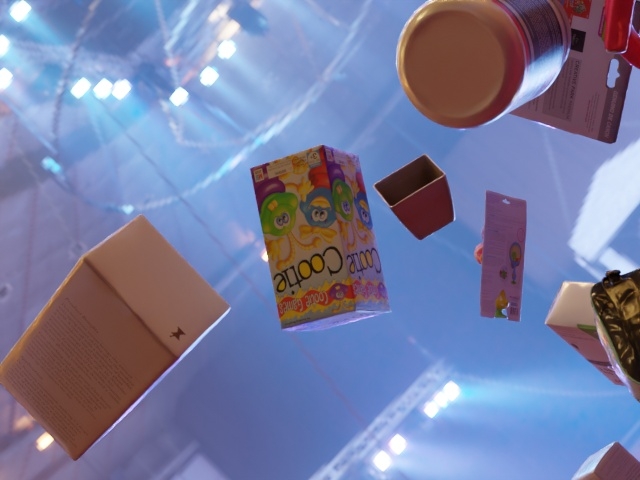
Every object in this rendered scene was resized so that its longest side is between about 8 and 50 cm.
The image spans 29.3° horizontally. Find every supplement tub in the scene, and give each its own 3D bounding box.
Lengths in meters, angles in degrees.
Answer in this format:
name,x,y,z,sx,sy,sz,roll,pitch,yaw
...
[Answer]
name,x,y,z,sx,sy,sz,roll,pitch,yaw
supplement tub,0.245,-0.279,1.783,0.272,0.191,0.191,-31,-23,-56

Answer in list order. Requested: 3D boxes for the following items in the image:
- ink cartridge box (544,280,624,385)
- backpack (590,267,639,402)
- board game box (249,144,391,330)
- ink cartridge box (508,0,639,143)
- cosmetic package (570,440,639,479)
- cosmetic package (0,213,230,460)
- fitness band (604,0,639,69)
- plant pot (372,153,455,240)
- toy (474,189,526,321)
name,x,y,z,sx,sy,sz,roll,pitch,yaw
ink cartridge box,0.511,0.163,2.053,0.160,0.219,0.092,2,58,54
backpack,0.456,0.131,1.607,0.166,0.188,0.144,-19,-46,6
board game box,0.000,0.000,2.023,0.144,0.275,0.142,-17,-11,25
ink cartridge box,0.413,-0.345,2.071,0.130,0.272,0.309,-54,-24,-36
cosmetic package,0.561,0.470,2.146,0.085,0.231,0.117,-44,-7,-26
cosmetic package,-0.374,0.180,2.140,0.161,0.230,0.453,-43,0,-45
fitness band,0.414,-0.267,1.308,0.291,0.209,0.054,82,-168,-58
plant pot,0.169,-0.066,2.089,0.109,0.096,0.109,-30,27,-1
toy,0.333,0.033,2.332,0.137,0.056,0.237,11,-103,-47
